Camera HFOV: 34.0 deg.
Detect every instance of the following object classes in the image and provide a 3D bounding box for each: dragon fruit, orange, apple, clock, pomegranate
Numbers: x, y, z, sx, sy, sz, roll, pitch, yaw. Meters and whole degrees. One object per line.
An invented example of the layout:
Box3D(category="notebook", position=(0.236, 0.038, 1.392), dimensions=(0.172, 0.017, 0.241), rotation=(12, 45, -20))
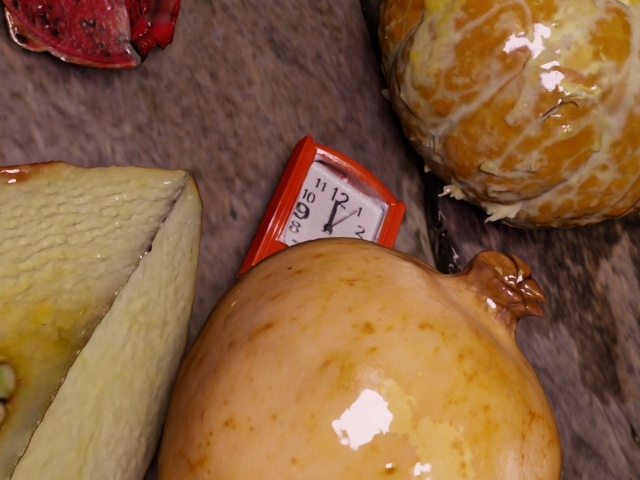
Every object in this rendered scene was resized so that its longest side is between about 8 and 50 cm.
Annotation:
Box3D(category="dragon fruit", position=(-0.183, -0.219, 0.847), dimensions=(0.127, 0.120, 0.161), rotation=(8, 29, 13))
Box3D(category="orange", position=(0.206, -0.165, 0.956), dimensions=(0.329, 0.249, 0.329), rotation=(18, 55, -29))
Box3D(category="apple", position=(-0.201, 0.098, 0.644), dimensions=(0.254, 0.179, 0.346), rotation=(42, 53, -27))
Box3D(category="clock", position=(0.000, 0.000, 0.880), dimensions=(0.113, 0.061, 0.155), rotation=(34, 54, -16))
Box3D(category="pomegranate", position=(0.021, 0.146, 0.702), dimensions=(0.307, 0.307, 0.307), rotation=(12, 66, -28))
